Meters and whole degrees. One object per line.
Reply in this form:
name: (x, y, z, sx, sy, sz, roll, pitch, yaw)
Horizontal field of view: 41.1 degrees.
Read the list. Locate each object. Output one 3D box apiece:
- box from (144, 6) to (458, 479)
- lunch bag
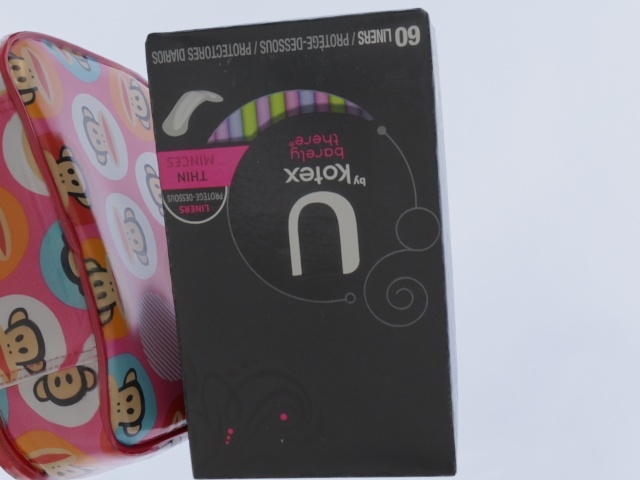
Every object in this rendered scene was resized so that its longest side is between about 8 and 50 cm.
box: (0.000, 0.000, 0.547, 0.165, 0.143, 0.270, -4, -80, 10)
lunch bag: (-0.151, 0.009, 0.627, 0.120, 0.258, 0.293, -20, -97, 19)
